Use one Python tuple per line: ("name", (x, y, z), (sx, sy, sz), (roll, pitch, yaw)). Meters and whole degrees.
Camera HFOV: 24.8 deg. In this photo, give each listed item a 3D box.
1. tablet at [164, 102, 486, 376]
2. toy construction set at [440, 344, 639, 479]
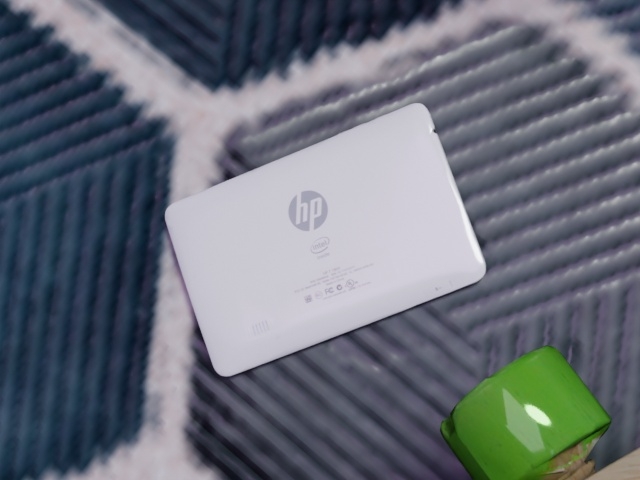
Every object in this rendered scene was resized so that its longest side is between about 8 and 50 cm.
("tablet", (0.000, 0.000, 0.413), (0.083, 0.006, 0.054), (-22, 78, 11))
("toy construction set", (0.154, 0.070, 0.272), (0.309, 0.257, 0.237), (-30, 63, -11))
